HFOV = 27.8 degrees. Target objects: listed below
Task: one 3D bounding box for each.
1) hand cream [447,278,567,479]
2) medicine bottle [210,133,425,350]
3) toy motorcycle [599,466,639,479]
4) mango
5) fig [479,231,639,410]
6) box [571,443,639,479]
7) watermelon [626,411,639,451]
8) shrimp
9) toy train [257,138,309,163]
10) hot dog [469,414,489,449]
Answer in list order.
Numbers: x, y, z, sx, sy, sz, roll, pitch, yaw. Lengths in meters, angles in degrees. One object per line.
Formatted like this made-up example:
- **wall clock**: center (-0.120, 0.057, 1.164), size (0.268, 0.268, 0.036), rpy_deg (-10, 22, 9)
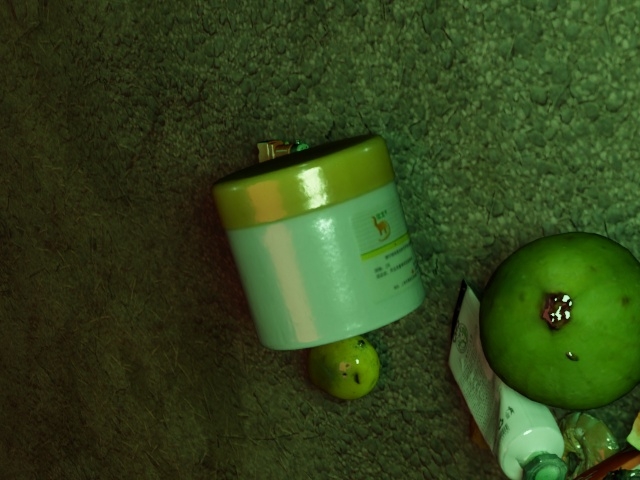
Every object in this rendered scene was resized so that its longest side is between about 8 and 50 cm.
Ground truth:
- **hand cream**: center (0.212, 0.181, 1.560), size (0.336, 0.076, 0.121), rpy_deg (-114, 33, -59)
- **medicine bottle**: center (0.000, 0.000, 1.698), size (0.238, 0.238, 0.232), rpy_deg (-5, 105, 52)
- **toy motorcycle**: center (0.477, 0.318, 1.284), size (0.134, 0.400, 0.207), rpy_deg (58, -151, -62)
- **mango**: center (0.027, 0.185, 1.890), size (0.103, 0.076, 0.161), rpy_deg (62, 152, -1)
- **fig**: center (0.267, 0.091, 1.408), size (0.203, 0.225, 0.203), rpy_deg (0, 88, 17)
- **box**: center (0.347, 0.311, 1.453), size (0.133, 0.182, 0.099), rpy_deg (62, 148, 6)
- **watermelon**: center (0.393, 0.168, 1.365), size (0.094, 0.135, 0.125), rpy_deg (54, 147, -12)
- **shrimp**: center (0.316, 0.285, 1.599), size (0.099, 0.041, 0.180), rpy_deg (43, 137, 32)
- **toy train**: center (-0.048, -0.115, 1.868), size (0.103, 0.044, 0.064), rpy_deg (2, 98, 51)
- **hot dog**: center (0.234, 0.183, 1.647), size (0.066, 0.047, 0.216), rpy_deg (-97, 14, -55)
